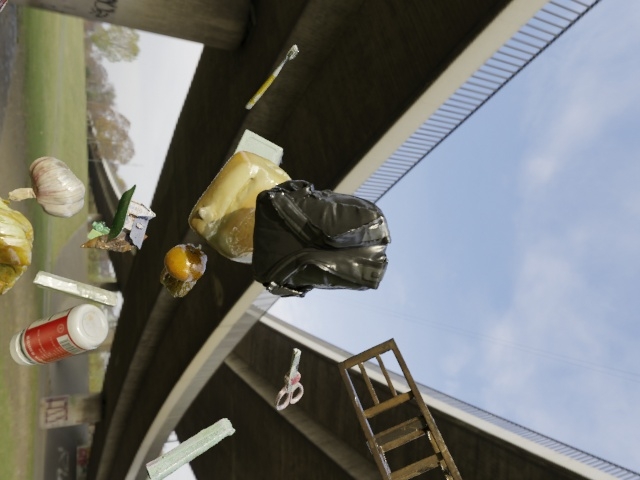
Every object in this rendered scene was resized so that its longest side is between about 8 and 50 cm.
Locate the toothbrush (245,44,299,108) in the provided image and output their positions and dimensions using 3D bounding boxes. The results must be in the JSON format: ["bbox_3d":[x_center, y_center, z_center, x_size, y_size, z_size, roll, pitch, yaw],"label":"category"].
[{"bbox_3d":[-0.162,-0.522,1.566,0.288,0.021,0.024,-38,-124,37],"label":"toothbrush"}]

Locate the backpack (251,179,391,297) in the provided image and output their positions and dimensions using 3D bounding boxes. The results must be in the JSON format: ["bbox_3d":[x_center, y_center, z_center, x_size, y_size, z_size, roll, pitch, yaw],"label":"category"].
[{"bbox_3d":[0.000,0.000,1.456,0.446,0.255,0.363,3,-82,20],"label":"backpack"}]

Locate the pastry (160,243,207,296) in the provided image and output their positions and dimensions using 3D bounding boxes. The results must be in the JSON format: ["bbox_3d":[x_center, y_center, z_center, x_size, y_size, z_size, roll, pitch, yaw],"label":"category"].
[{"bbox_3d":[-0.602,0.140,2.152,0.240,0.132,0.235,-54,174,3],"label":"pastry"}]

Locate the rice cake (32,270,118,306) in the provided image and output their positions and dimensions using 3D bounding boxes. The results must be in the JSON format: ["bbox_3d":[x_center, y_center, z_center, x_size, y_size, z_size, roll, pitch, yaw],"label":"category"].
[{"bbox_3d":[-0.772,0.159,1.524,0.057,0.256,0.052,18,-96,57],"label":"rice cake"}]

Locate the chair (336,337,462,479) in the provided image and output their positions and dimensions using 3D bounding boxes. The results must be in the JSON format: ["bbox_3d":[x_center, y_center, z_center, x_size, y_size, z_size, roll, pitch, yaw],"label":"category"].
[{"bbox_3d":[0.214,0.516,1.303,0.240,0.203,0.416,64,2,-60],"label":"chair"}]

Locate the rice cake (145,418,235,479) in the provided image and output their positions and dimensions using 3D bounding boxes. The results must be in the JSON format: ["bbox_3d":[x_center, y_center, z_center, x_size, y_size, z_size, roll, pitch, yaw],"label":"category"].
[{"bbox_3d":[-0.298,0.481,1.112,0.043,0.211,0.034,42,-38,33],"label":"rice cake"}]

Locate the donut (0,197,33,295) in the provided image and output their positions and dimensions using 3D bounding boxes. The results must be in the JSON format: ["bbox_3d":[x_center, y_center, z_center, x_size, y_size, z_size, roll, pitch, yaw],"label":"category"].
[{"bbox_3d":[-0.962,0.012,1.293,0.170,0.360,0.360,-108,-148,-57],"label":"donut"}]

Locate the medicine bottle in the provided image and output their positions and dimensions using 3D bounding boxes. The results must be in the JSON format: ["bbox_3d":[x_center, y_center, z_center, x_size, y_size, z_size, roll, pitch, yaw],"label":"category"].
[{"bbox_3d":[-0.738,0.271,1.356,0.250,0.131,0.131,-19,-115,15],"label":"medicine bottle"}]

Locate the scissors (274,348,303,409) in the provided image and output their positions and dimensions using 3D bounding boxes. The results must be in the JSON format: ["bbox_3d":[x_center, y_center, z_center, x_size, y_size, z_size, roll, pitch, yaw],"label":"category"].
[{"bbox_3d":[-0.097,0.467,1.624,0.030,0.118,0.242,33,-55,38],"label":"scissors"}]

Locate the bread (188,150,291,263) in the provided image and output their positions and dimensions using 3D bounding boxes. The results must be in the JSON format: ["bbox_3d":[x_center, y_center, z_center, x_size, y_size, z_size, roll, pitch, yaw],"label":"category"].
[{"bbox_3d":[-0.269,-0.126,1.810,0.376,0.348,0.253,-54,-157,7],"label":"bread"}]

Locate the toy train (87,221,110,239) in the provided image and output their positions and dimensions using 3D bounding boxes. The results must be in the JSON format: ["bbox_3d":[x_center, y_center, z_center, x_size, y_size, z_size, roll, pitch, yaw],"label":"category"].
[{"bbox_3d":[-0.817,-0.019,1.821,0.081,0.122,0.050,-50,-160,9],"label":"toy train"}]

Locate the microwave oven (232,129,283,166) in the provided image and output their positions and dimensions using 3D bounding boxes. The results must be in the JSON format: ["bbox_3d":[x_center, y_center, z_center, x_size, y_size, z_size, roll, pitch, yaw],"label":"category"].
[{"bbox_3d":[-0.336,-0.286,2.227,0.355,0.218,0.286,-42,-155,58],"label":"microwave oven"}]

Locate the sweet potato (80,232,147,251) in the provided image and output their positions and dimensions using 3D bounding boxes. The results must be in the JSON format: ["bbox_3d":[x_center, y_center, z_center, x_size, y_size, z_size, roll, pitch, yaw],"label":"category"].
[{"bbox_3d":[-0.644,0.005,1.512,0.060,0.206,0.068,-19,-101,53],"label":"sweet potato"}]

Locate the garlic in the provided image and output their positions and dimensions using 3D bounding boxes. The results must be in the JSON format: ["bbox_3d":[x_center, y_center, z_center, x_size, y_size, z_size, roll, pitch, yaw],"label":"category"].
[{"bbox_3d":[-1.033,-0.185,1.793,0.245,0.253,0.245,19,-58,33],"label":"garlic"}]

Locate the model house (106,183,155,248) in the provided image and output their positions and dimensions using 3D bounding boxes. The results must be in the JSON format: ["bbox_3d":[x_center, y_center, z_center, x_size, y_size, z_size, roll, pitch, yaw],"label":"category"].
[{"bbox_3d":[-0.537,-0.060,1.386,0.117,0.088,0.167,-22,-128,42],"label":"model house"}]

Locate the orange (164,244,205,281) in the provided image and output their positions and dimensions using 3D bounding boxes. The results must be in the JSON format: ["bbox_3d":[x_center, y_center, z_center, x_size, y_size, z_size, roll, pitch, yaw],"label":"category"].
[{"bbox_3d":[-0.514,0.084,1.837,0.124,0.156,0.156,-61,-144,19],"label":"orange"}]

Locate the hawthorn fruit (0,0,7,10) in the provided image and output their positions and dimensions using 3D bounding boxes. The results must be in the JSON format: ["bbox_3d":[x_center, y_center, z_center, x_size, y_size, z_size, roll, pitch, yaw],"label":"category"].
[{"bbox_3d":[-0.905,-0.662,1.133,0.316,0.316,0.316,-6,-97,62],"label":"hawthorn fruit"}]
